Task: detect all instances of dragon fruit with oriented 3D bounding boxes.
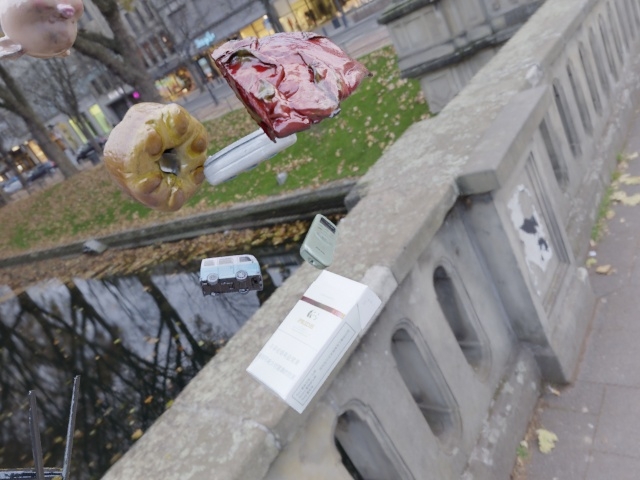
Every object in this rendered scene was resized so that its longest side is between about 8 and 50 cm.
[{"bbox_3d":[-0.054,-0.342,1.037,0.286,0.228,0.329,-30,16,6],"label":"dragon fruit"}]

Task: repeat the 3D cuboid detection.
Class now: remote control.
[{"bbox_3d":[0.001,0.000,1.444,0.038,0.090,0.309,-50,6,19],"label":"remote control"}]

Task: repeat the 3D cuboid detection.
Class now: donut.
[{"bbox_3d":[-0.439,-0.225,1.448,0.150,0.317,0.299,21,40,18],"label":"donut"}]

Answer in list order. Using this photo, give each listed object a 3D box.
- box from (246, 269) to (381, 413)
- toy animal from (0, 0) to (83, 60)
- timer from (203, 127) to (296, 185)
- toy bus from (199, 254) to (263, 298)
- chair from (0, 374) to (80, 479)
[{"bbox_3d":[-0.009,0.110,0.608,0.154,0.040,0.084,-51,33,-17],"label":"box"},{"bbox_3d":[-0.527,-0.461,0.967,0.154,0.250,0.166,19,25,36],"label":"toy animal"},{"bbox_3d":[-0.200,-0.247,1.482,0.262,0.087,0.237,-26,12,13],"label":"timer"},{"bbox_3d":[-0.181,0.069,1.080,0.123,0.060,0.075,-6,49,-6],"label":"toy bus"},{"bbox_3d":[-0.413,0.306,0.660,0.158,0.247,0.172,-1,-5,-4],"label":"chair"}]
